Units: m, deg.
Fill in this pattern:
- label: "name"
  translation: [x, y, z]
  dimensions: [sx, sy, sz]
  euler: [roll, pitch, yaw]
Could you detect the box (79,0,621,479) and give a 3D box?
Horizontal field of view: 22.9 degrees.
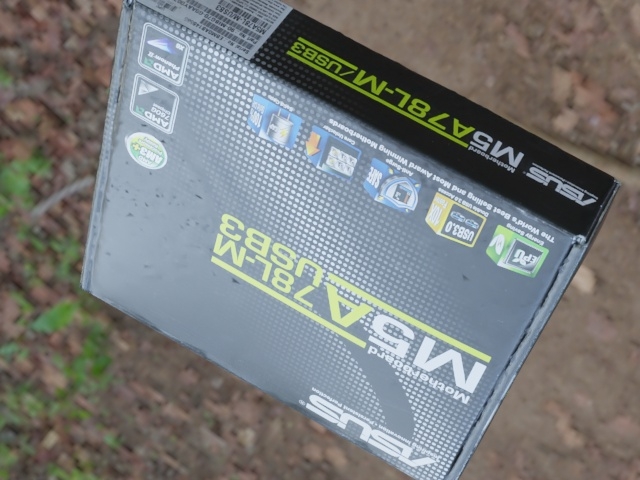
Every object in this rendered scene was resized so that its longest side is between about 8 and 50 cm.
- label: "box"
  translation: [0.000, 0.000, 0.630]
  dimensions: [0.190, 0.045, 0.184]
  euler: [29, 139, 7]
